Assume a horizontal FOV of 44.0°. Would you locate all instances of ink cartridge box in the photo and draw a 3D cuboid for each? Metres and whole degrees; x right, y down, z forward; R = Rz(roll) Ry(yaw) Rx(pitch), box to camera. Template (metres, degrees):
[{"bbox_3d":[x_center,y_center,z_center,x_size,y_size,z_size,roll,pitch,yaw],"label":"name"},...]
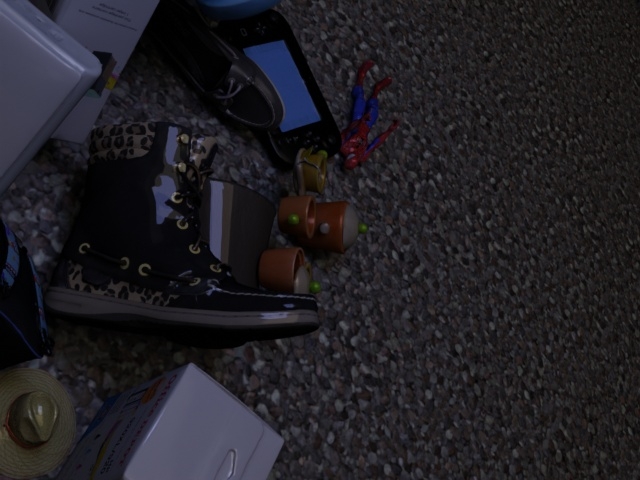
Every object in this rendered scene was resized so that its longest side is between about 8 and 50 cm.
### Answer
[{"bbox_3d":[-0.345,-0.304,1.091,0.117,0.278,0.201,11,38,-41],"label":"ink cartridge box"},{"bbox_3d":[-0.200,0.291,1.008,0.168,0.233,0.171,44,47,-18],"label":"ink cartridge box"}]

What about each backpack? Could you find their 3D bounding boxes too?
[{"bbox_3d":[-0.418,0.061,0.988,0.158,0.117,0.173,73,-4,-48],"label":"backpack"}]

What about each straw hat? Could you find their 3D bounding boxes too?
[{"bbox_3d":[-0.365,0.227,1.012,0.145,0.061,0.144,20,58,-35],"label":"straw hat"}]

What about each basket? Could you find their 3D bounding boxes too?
[{"bbox_3d":[-0.165,0.043,1.220,0.204,0.154,0.226,24,60,-43],"label":"basket"}]

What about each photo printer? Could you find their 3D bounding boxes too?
[{"bbox_3d":[-0.459,-0.178,0.962,0.256,0.307,0.107,41,18,-17],"label":"photo printer"}]

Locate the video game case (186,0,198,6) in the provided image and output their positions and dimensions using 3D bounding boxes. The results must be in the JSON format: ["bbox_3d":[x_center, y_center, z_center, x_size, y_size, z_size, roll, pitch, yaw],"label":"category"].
[{"bbox_3d":[-0.247,-0.480,1.394,0.183,0.023,0.201,46,19,-1],"label":"video game case"}]

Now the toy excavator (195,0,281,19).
[{"bbox_3d":[-0.153,-0.484,1.288,0.432,0.222,0.445,63,0,22],"label":"toy excavator"}]

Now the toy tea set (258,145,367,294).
[{"bbox_3d":[0.000,0.000,1.322,0.336,0.124,0.200,-74,163,-45],"label":"toy tea set"}]

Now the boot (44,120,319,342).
[{"bbox_3d":[-0.179,-0.011,1.088,0.138,0.378,0.284,58,37,-71],"label":"boot"}]

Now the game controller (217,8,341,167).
[{"bbox_3d":[-0.078,-0.290,1.507,0.166,0.067,0.319,-22,86,-45],"label":"game controller"}]

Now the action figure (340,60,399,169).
[{"bbox_3d":[0.109,-0.264,1.618,0.091,0.139,0.280,34,54,-24],"label":"action figure"}]

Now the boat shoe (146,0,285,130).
[{"bbox_3d":[-0.202,-0.311,1.370,0.335,0.112,0.095,48,32,-4],"label":"boat shoe"}]
